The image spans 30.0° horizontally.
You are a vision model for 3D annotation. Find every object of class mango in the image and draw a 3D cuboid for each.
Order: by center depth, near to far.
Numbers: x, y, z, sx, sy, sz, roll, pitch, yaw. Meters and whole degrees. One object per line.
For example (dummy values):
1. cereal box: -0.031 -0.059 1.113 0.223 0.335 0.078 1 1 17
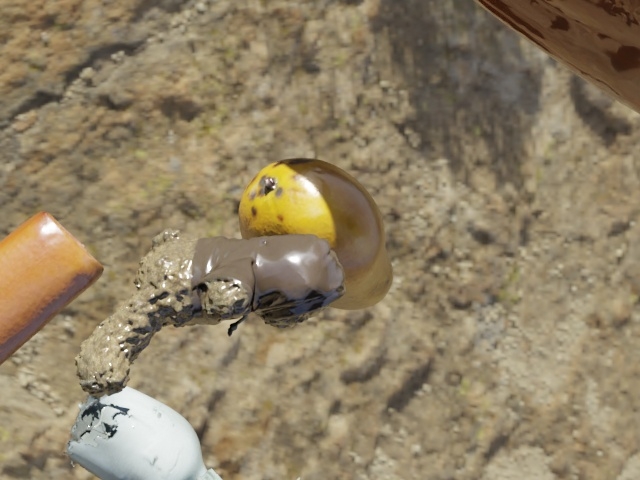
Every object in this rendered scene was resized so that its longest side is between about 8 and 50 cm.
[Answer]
1. mango: -0.003 -0.002 0.908 0.090 0.115 0.178 -65 164 -13

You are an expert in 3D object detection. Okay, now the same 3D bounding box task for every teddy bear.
1. teddy bear: -0.068 0.026 0.696 0.160 0.119 0.078 -19 96 4

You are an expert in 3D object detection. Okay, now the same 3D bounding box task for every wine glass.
1. wine glass: -0.177 0.302 1.556 0.321 0.143 0.143 31 69 -11

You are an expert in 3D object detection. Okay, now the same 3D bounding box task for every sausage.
1. sausage: -0.148 0.040 0.481 0.131 0.041 0.039 -40 105 -5

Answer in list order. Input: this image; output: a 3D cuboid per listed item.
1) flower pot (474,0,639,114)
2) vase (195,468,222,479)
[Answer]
1. flower pot: 0.164 -0.141 0.521 0.190 0.173 0.190 24 90 -81
2. vase: -0.123 0.207 0.616 0.214 0.086 0.086 -38 118 -13
